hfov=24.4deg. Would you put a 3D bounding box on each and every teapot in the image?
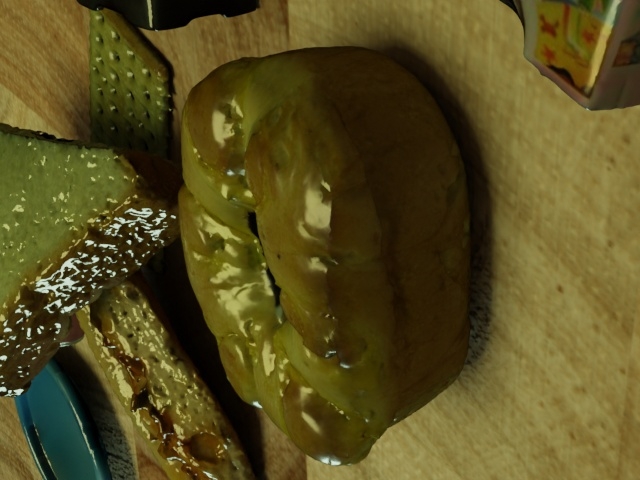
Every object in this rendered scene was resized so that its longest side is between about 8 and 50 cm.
[{"bbox_3d":[-0.114,-0.210,1.039,0.177,0.087,0.096,27,127,51],"label":"teapot"}]

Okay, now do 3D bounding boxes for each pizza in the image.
[{"bbox_3d":[-0.153,0.112,1.316,0.365,0.073,0.182,62,166,2],"label":"pizza"}]

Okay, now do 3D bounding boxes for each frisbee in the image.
[{"bbox_3d":[-0.282,0.224,1.672,0.242,0.045,0.242,40,141,41],"label":"frisbee"}]

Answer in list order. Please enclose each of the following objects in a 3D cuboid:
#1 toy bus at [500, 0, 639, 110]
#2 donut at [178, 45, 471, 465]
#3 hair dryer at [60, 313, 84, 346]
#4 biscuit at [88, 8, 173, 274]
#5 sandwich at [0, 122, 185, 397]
[{"bbox_3d":[0.083,-0.176,0.711,0.274,0.090,0.112,47,139,36],"label":"toy bus"},{"bbox_3d":[0.000,0.000,0.935,0.208,0.128,0.261,42,142,42],"label":"donut"},{"bbox_3d":[-0.301,0.045,1.586,0.154,0.054,0.106,23,124,59],"label":"hair dryer"},{"bbox_3d":[-0.168,-0.090,1.288,0.139,0.016,0.231,49,146,35],"label":"biscuit"},{"bbox_3d":[-0.242,-0.038,1.257,0.288,0.099,0.254,-41,51,28],"label":"sandwich"}]
